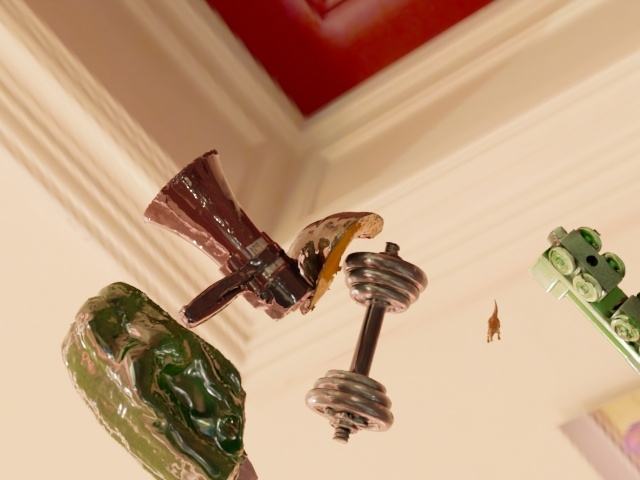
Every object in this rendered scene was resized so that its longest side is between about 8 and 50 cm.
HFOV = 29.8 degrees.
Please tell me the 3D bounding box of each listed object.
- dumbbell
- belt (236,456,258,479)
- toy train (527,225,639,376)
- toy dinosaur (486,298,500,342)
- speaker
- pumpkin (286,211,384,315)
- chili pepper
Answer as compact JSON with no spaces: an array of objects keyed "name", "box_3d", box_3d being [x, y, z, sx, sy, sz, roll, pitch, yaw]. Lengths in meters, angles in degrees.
[{"name":"dumbbell","box_3d":[0.091,0.194,2.332,0.179,0.179,0.406,33,-113,-42]},{"name":"belt","box_3d":[-0.199,0.375,1.978,0.124,0.128,0.201,-43,-60,-28]},{"name":"toy train","box_3d":[0.393,0.089,1.638,0.085,0.119,0.251,-35,-104,-26]},{"name":"toy dinosaur","box_3d":[0.329,0.159,2.281,0.113,0.026,0.041,-69,-27,-50]},{"name":"speaker","box_3d":[-0.179,0.014,2.218,0.329,0.198,0.259,49,-156,11]},{"name":"pumpkin","box_3d":[0.000,0.000,2.353,0.130,0.254,0.149,33,155,25]},{"name":"chili pepper","box_3d":[-0.242,0.225,1.837,0.385,0.213,0.167,43,168,17]}]
